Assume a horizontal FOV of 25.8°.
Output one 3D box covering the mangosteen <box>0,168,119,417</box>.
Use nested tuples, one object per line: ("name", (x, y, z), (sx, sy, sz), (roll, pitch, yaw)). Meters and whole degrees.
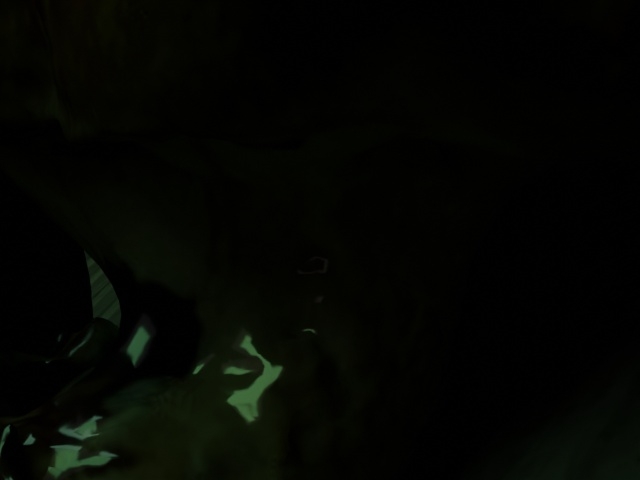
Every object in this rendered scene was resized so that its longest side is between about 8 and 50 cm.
("mangosteen", (-0.206, 0.050, 0.543), (0.288, 0.288, 0.288), (-36, 15, 11))

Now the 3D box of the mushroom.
("mushroom", (-0.001, -0.034, 0.436), (0.267, 0.267, 0.255), (-81, 10, -69))
